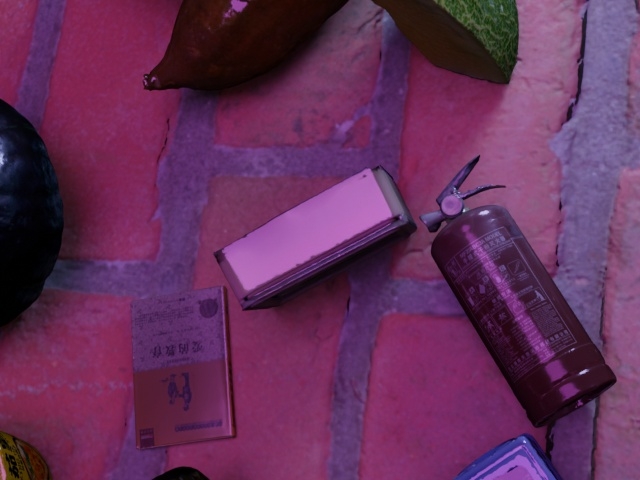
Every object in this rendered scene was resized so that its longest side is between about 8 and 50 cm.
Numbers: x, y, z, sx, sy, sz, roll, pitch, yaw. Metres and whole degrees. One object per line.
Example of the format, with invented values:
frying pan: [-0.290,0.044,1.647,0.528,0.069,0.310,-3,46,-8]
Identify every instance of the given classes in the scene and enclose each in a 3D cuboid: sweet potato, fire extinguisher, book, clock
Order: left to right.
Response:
book: [-0.156,0.142,1.160,0.118,0.012,0.172,-10,72,14]
sweet potato: [-0.051,-0.289,1.179,0.370,0.158,0.158,-49,68,11]
clock: [0.000,0.000,1.080,0.192,0.147,0.071,-28,83,7]
fire extinguisher: [0.189,0.046,1.039,0.104,0.105,0.269,-31,69,6]

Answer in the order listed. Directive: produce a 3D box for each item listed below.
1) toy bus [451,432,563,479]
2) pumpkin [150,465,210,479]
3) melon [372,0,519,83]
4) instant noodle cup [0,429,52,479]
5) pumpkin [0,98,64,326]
toy bus: [0.106,0.306,0.971,0.292,0.133,0.125,-35,69,5]
pumpkin: [-0.141,0.397,0.963,0.232,0.242,0.325,26,85,27]
melon: [0.090,-0.287,1.054,0.124,0.323,0.196,-23,66,31]
instant noodle cup: [-0.384,0.276,1.120,0.182,0.144,0.182,-5,73,15]
pumpkin: [-0.443,-0.037,1.181,0.315,0.238,0.315,0,92,9]
